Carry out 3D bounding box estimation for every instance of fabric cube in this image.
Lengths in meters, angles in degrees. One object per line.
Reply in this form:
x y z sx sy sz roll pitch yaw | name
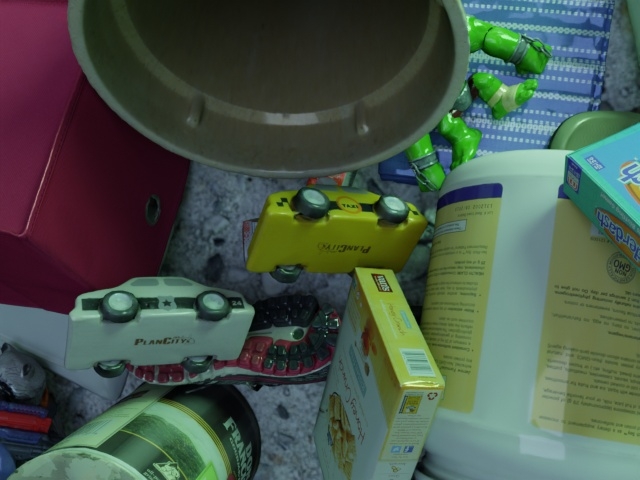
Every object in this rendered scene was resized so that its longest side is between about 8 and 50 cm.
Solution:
-0.320 -0.079 0.689 0.258 0.258 0.254 7 67 10 | fabric cube

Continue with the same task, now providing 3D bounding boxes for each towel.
0.204 -0.219 0.738 0.243 0.040 0.336 8 95 12 | towel

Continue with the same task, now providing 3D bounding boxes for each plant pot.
-0.035 -0.278 0.615 0.333 0.334 0.306 -3 62 11 | plant pot

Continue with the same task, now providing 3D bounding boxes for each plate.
-0.363 0.049 0.860 0.277 0.045 0.278 22 99 9 | plate

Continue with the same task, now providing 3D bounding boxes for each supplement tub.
0.214 0.103 0.620 0.240 0.241 0.332 9 81 10 | supplement tub

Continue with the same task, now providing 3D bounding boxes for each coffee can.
-0.202 0.283 0.732 0.201 0.275 0.202 1 96 11 | coffee can

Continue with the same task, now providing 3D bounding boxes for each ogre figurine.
0.145 -0.158 0.691 0.118 0.097 0.197 38 117 -9 | ogre figurine

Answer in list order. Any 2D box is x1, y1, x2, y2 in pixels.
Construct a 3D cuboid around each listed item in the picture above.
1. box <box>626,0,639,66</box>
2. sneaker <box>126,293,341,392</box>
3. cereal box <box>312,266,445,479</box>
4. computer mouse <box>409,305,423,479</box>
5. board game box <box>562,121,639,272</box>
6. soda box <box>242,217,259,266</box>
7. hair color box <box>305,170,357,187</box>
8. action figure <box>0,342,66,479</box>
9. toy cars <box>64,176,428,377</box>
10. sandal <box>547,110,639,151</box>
0.419 -0.247 0.631 0.180 0.119 0.182 -15 95 2 | box
-0.109 0.138 0.788 0.298 0.112 0.121 1 61 18 | sneaker
0.046 0.173 0.637 0.047 0.173 0.240 4 120 -15 | cereal box
0.092 0.205 0.784 0.183 0.060 0.262 -12 102 11 | computer mouse
0.314 -0.043 0.461 0.210 0.047 0.160 -24 50 -3 | board game box
0.000 0.000 0.776 0.183 0.063 0.058 0 95 11 | soda box
0.030 -0.119 0.756 0.043 0.072 0.141 22 98 9 | hair color box
-0.483 0.276 0.826 0.341 0.178 0.330 31 94 -33 | action figure
-0.082 0.030 0.674 0.393 0.176 0.087 -28 47 2 | toy cars
0.396 -0.084 0.668 0.302 0.086 0.120 -3 95 -3 | sandal
